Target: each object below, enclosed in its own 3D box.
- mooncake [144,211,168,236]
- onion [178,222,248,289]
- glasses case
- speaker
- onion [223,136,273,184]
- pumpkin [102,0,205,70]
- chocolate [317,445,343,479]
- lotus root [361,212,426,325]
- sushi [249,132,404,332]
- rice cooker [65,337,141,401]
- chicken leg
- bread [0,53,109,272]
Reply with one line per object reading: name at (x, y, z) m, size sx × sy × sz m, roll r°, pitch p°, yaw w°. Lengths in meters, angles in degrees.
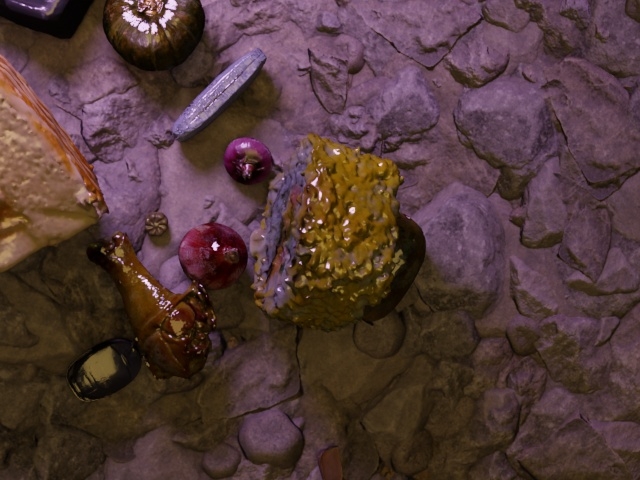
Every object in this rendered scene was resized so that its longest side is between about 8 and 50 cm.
mooncake at (-0.351, 0.111, 1.661) m, size 0.150 × 0.057 × 0.346 m, roll -28°, pitch 93°, yaw 2°
onion at (-0.231, 0.036, 1.607) m, size 0.160 × 0.195 × 0.159 m, roll 0°, pitch 90°, yaw -28°
glasses case at (-0.229, -0.328, 1.627) m, size 0.067 × 0.109 × 0.282 m, roll 44°, pitch 84°, yaw -14°
speaker at (-0.550, -0.603, 1.502) m, size 0.184 × 0.180 × 0.388 m, roll 30°, pitch 87°, yaw -9°
onion at (-0.168, -0.180, 1.657) m, size 0.115 × 0.104 × 0.115 m, roll 1°, pitch 132°, yaw 1°
pumpkin at (-0.362, -0.477, 1.563) m, size 0.224 × 0.157 × 0.223 m, roll 1°, pitch 80°, yaw -4°
chocolate at (0.022, 0.561, 1.786) m, size 0.065 × 0.031 × 0.100 m, roll -17°, pitch 102°, yaw -30°
lotus root at (0.149, 0.063, 1.723) m, size 0.160 × 0.152 × 0.274 m, roll 31°, pitch 86°, yaw -9°
sushi at (0.000, 0.000, 1.577) m, size 0.240 × 0.351 × 0.396 m, roll 15°, pitch 69°, yaw -22°
rice cooker at (-0.481, 0.286, 1.609) m, size 0.165 × 0.106 × 0.112 m, roll -27°, pitch 99°, yaw -7°
chicken leg at (-0.347, 0.133, 1.564) m, size 0.212 × 0.140 × 0.361 m, roll -25°, pitch 97°, yaw 4°
bread at (-0.629, -0.162, 1.370) m, size 0.279 × 0.371 × 0.390 m, roll -38°, pitch 120°, yaw -4°
